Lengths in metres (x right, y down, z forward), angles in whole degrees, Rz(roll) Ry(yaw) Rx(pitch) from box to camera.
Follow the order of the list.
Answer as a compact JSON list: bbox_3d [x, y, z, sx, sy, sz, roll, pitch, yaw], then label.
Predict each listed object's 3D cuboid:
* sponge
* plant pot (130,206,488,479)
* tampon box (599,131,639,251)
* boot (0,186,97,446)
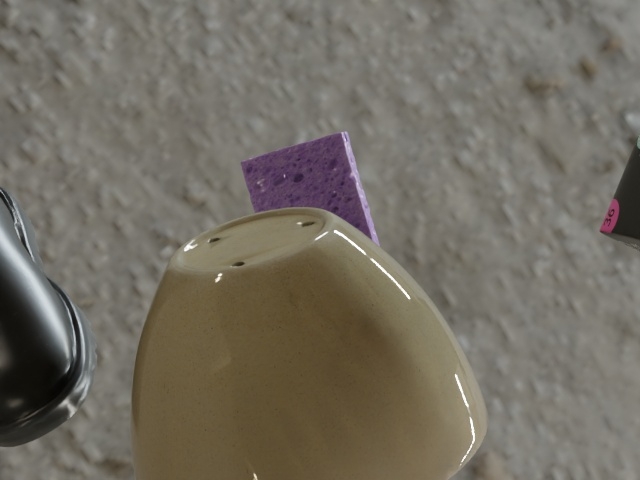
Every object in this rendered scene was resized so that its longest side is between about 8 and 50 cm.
[{"bbox_3d":[0.000,0.000,1.894,0.031,0.117,0.210,-11,84,-76],"label":"sponge"},{"bbox_3d":[-0.028,0.085,1.402,0.284,0.284,0.191,-36,118,-48],"label":"plant pot"},{"bbox_3d":[0.339,-0.035,1.550,0.101,0.161,0.120,24,87,-22],"label":"tampon box"},{"bbox_3d":[-0.391,-0.062,1.529,0.445,0.146,0.367,56,-3,-39],"label":"boot"}]
